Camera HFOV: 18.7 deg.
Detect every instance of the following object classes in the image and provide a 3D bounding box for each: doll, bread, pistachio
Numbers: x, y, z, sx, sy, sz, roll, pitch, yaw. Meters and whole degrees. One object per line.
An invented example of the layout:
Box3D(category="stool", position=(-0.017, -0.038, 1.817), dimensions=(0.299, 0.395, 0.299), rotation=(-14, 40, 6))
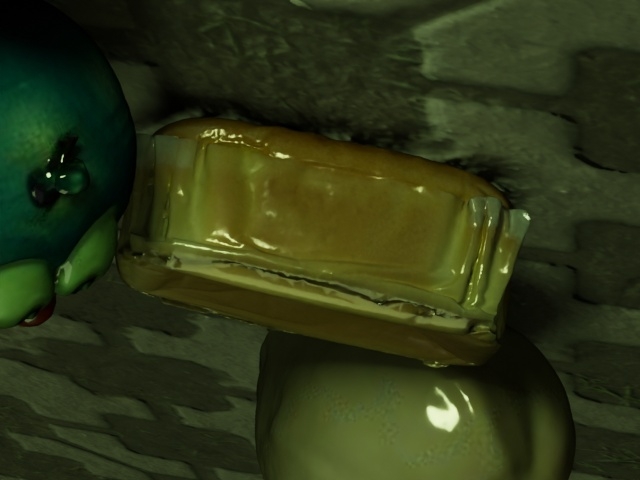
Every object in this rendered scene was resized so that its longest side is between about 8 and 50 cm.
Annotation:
Box3D(category="doll", position=(-0.227, -0.049, 1.066), dimensions=(0.322, 0.198, 0.186), rotation=(9, 122, 42))
Box3D(category="bread", position=(0.000, 0.000, 1.177), dimensions=(0.241, 0.107, 0.136), rotation=(13, 163, 0))
Box3D(category="pistachio", position=(0.050, 0.135, 1.398), dimensions=(0.226, 0.207, 0.332), rotation=(64, 161, -9))
